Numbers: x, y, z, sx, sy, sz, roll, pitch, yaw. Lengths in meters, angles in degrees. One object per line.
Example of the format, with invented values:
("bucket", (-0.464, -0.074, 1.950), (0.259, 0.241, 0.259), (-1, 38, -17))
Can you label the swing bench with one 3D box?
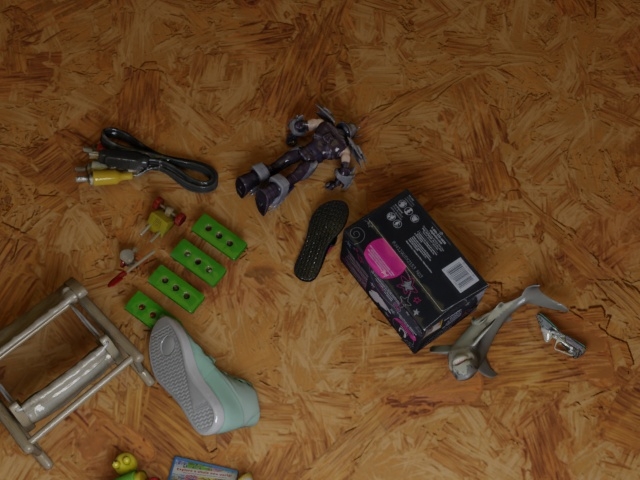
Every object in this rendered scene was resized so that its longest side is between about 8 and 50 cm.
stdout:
("swing bench", (-0.479, 0.222, 1.774), (0.253, 0.165, 0.255), (-40, 72, -17))

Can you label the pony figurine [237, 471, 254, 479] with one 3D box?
("pony figurine", (-0.080, 0.562, 1.561), (0.363, 0.351, 0.303), (44, 106, 15))

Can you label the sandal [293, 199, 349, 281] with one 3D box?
("sandal", (0.000, 0.000, 1.965), (0.067, 0.040, 0.179), (24, 81, 15))

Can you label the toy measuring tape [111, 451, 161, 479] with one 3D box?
("toy measuring tape", (-0.296, 0.504, 1.662), (0.121, 0.121, 0.330), (-17, 61, -10))

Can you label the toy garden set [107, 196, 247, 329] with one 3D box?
("toy garden set", (-0.295, 0.048, 1.926), (0.204, 0.049, 0.244), (35, 70, 11))

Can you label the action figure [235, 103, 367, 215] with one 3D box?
("action figure", (-0.032, -0.165, 2.008), (0.285, 0.099, 0.185), (-34, 64, -20))

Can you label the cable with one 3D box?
("cable", (-0.352, -0.154, 2.026), (0.287, 0.072, 0.139), (9, 48, -11))

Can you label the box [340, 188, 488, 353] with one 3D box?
("box", (0.173, 0.058, 1.884), (0.163, 0.142, 0.247), (-33, 72, -17))

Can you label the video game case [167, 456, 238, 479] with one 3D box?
("video game case", (-0.222, 0.475, 1.748), (0.119, 0.015, 0.166), (12, 66, 4))

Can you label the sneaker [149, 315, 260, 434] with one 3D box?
("sneaker", (-0.209, 0.248, 1.809), (0.094, 0.151, 0.256), (-48, 58, 21))

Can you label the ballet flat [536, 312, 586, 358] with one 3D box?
("ballet flat", (0.451, 0.186, 1.892), (0.114, 0.041, 0.041), (38, 70, 15))

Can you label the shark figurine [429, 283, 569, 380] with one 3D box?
("shark figurine", (0.325, 0.193, 1.863), (0.278, 0.166, 0.116), (-39, 101, -27))
